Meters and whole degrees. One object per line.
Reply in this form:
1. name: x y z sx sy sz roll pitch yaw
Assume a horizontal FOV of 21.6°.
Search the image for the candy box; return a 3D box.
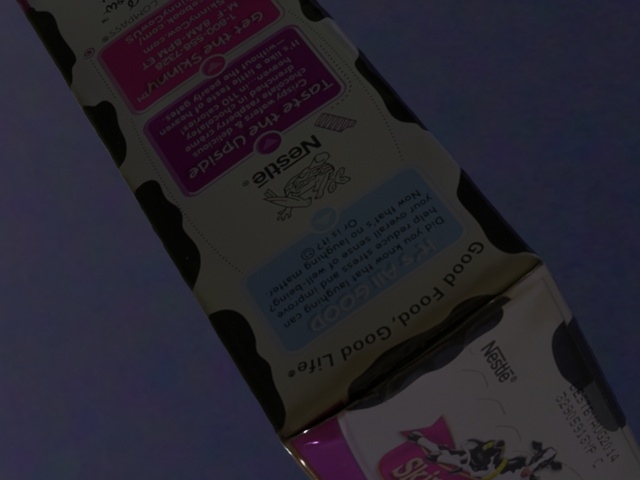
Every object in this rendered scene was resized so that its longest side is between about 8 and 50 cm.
1. candy box: 0.000 0.000 0.478 0.071 0.159 0.233 -35 -134 -1
